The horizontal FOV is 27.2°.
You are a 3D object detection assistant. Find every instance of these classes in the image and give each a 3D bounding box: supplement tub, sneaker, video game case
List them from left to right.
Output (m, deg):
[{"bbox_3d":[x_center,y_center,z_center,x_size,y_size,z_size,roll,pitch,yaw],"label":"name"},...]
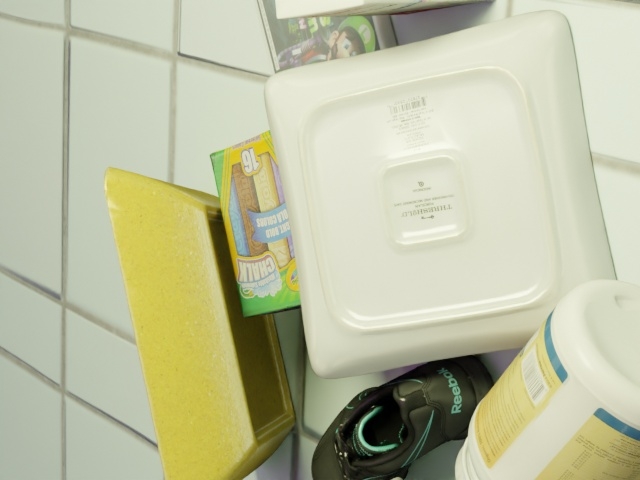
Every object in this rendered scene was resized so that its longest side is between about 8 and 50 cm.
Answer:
[{"bbox_3d":[0.001,-0.217,1.307,0.173,0.022,0.190,-19,83,50],"label":"video game case"},{"bbox_3d":[0.051,0.182,1.266,0.267,0.106,0.101,-45,65,46],"label":"sneaker"},{"bbox_3d":[0.205,0.143,1.040,0.144,0.144,0.199,55,134,28],"label":"supplement tub"}]

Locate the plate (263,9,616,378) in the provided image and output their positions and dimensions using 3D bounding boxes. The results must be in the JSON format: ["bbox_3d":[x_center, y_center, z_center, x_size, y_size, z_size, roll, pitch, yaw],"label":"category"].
[{"bbox_3d":[0.092,-0.034,1.116,0.277,0.045,0.278,-10,88,20],"label":"plate"}]

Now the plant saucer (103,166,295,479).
[{"bbox_3d":[-0.104,0.090,1.337,0.081,0.333,0.332,-13,87,7],"label":"plant saucer"}]

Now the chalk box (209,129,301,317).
[{"bbox_3d":[0.000,0.000,1.267,0.132,0.132,0.213,-14,86,50],"label":"chalk box"}]

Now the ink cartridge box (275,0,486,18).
[{"bbox_3d":[0.039,-0.226,1.121,0.115,0.198,0.067,1,98,50],"label":"ink cartridge box"}]

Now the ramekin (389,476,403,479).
[{"bbox_3d":[-0.026,0.327,1.180,0.277,0.277,0.135,-37,74,47],"label":"ramekin"}]
